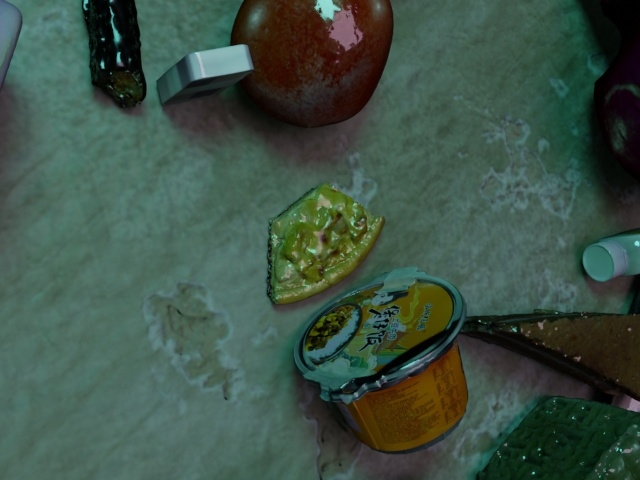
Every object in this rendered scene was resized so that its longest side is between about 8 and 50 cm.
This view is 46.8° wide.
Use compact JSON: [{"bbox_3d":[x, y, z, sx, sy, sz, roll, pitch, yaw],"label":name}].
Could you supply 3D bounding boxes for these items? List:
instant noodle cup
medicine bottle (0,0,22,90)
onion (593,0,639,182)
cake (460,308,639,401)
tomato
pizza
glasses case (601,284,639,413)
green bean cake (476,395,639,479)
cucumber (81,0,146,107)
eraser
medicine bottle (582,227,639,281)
[{"bbox_3d":[0.077,0.134,0.756,0.208,0.177,0.126,-43,120,-38],"label":"instant noodle cup"},{"bbox_3d":[-0.377,-0.139,0.510,0.290,0.178,0.178,20,77,-25],"label":"medicine bottle"},{"bbox_3d":[0.481,-0.281,0.922,0.398,0.398,0.420,-33,80,-27],"label":"onion"},{"bbox_3d":[0.298,0.130,0.898,0.295,0.116,0.113,11,80,-28],"label":"cake"},{"bbox_3d":[-0.006,-0.190,0.732,0.167,0.167,0.167,2,85,-29],"label":"tomato"},{"bbox_3d":[0.000,0.000,0.788,0.160,0.035,0.099,-36,103,-26],"label":"pizza"},{"bbox_3d":[0.468,0.150,1.014,0.122,0.075,0.314,37,70,-25],"label":"glasses case"},{"bbox_3d":[0.290,0.263,0.853,0.181,0.173,0.094,-38,106,-23],"label":"green bean cake"},{"bbox_3d":[-0.195,-0.217,0.692,0.053,0.053,0.182,-4,86,-29],"label":"cucumber"},{"bbox_3d":[-0.111,-0.155,0.699,0.065,0.105,0.026,-15,93,-28],"label":"eraser"},{"bbox_3d":[0.411,0.017,0.993,0.118,0.074,0.055,-14,94,-28],"label":"medicine bottle"}]
